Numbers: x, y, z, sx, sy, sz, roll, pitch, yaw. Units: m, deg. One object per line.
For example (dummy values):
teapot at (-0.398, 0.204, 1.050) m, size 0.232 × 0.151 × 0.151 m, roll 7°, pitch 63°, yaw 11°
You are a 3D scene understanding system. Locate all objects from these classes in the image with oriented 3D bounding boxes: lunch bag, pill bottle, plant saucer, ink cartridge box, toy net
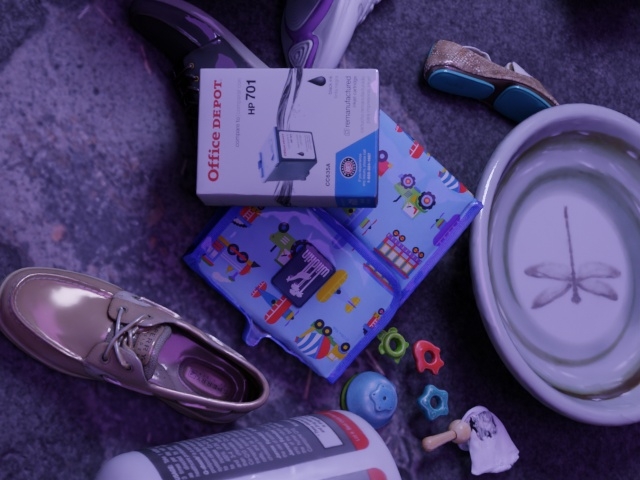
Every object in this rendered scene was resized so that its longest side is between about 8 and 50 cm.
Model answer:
lunch bag at (0.000, 0.000, 1.478) m, size 0.221 × 0.138 × 0.293 m, roll 41°, pitch 79°, yaw -12°
pill bottle at (-0.110, 0.301, 1.297) m, size 0.362 × 0.210 × 0.210 m, roll -7°, pitch 83°, yaw -27°
plant saucer at (0.325, 0.032, 1.623) m, size 0.400 × 0.100 × 0.401 m, roll 6°, pitch 78°, yaw -31°
ink cartridge box at (-0.033, -0.108, 1.375) m, size 0.190 × 0.082 × 0.140 m, roll 1°, pitch 85°, yaw 2°
toy net at (0.139, 0.198, 1.539) m, size 0.232 × 0.045 × 0.122 m, roll 29°, pitch 66°, yaw -20°

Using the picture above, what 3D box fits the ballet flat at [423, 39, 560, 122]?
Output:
ballet flat at (0.225, -0.206, 1.650) m, size 0.206 × 0.073 × 0.067 m, roll 20°, pitch 57°, yaw -26°

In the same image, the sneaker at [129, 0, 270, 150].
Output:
sneaker at (-0.139, -0.177, 1.452) m, size 0.222 × 0.083 × 0.118 m, roll 36°, pitch 71°, yaw -13°

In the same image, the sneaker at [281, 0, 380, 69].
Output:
sneaker at (0.052, -0.316, 1.558) m, size 0.152 × 0.114 × 0.305 m, roll 27°, pitch 75°, yaw -36°

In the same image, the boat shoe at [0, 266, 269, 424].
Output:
boat shoe at (-0.193, 0.107, 1.357) m, size 0.302 × 0.098 × 0.109 m, roll 28°, pitch 68°, yaw -19°
